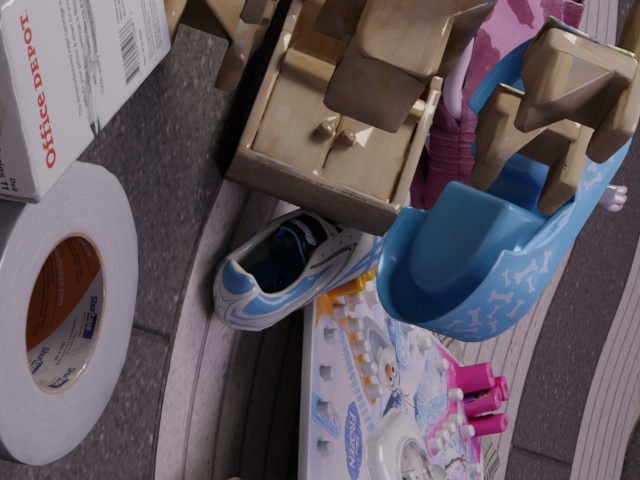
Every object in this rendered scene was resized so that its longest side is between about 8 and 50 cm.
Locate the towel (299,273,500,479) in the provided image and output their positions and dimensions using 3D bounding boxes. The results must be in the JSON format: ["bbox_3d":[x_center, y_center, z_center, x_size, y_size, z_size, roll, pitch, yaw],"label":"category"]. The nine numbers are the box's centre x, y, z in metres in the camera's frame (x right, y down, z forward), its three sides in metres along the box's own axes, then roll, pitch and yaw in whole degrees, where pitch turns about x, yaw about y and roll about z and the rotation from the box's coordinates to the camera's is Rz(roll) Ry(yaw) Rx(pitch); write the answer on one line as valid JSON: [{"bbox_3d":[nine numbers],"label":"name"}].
[{"bbox_3d":[0.093,0.145,2.096,0.312,0.056,0.324,-30,103,-62],"label":"towel"}]

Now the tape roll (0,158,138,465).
[{"bbox_3d":[-0.209,0.046,1.415,0.219,0.072,0.219,10,90,-69],"label":"tape roll"}]

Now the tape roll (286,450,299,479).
[{"bbox_3d":[0.032,0.341,2.152,0.321,0.077,0.321,9,90,-70],"label":"tape roll"}]

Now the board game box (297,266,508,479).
[{"bbox_3d":[0.093,0.232,1.946,0.390,0.050,0.390,45,39,-49],"label":"board game box"}]

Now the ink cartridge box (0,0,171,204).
[{"bbox_3d":[-0.191,-0.146,1.359,0.208,0.087,0.153,-57,149,-48],"label":"ink cartridge box"}]

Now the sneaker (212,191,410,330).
[{"bbox_3d":[0.000,0.000,1.823,0.237,0.085,0.086,-36,162,-31],"label":"sneaker"}]

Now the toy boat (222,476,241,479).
[{"bbox_3d":[-0.042,0.357,1.812,0.318,0.148,0.267,53,31,-64],"label":"toy boat"}]

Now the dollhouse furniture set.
[{"bbox_3d":[0.064,-0.198,1.654,0.394,0.362,0.256,123,-13,-69],"label":"dollhouse furniture set"}]

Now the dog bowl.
[{"bbox_3d":[0.167,-0.041,1.758,0.074,0.166,0.297,35,86,-32],"label":"dog bowl"}]

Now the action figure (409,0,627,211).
[{"bbox_3d":[0.174,-0.105,2.096,0.275,0.248,0.370,-27,120,-64],"label":"action figure"}]
